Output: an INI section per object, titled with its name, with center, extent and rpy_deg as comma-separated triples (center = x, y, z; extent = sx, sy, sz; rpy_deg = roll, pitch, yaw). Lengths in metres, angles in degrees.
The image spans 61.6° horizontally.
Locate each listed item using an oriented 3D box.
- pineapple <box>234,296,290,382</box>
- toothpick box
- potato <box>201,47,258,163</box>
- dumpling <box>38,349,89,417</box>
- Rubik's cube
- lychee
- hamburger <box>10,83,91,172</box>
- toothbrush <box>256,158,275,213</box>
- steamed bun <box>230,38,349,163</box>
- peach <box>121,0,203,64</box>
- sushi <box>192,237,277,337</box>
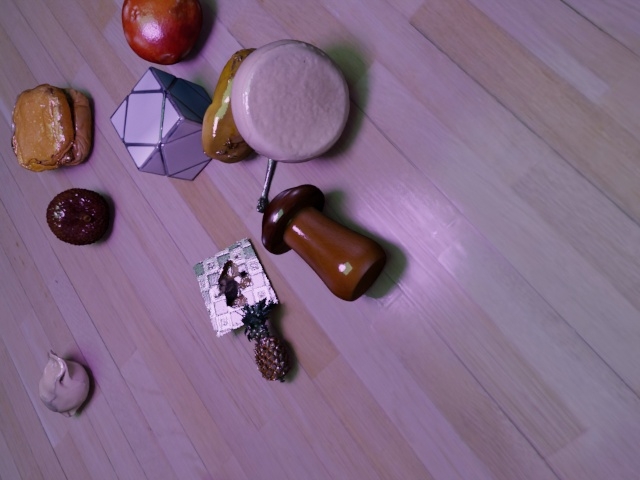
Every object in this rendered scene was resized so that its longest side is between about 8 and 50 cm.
[pineapple]
center = -0.131, 0.254, 1.350
extent = 0.103, 0.083, 0.221
rpy_deg = -21, 89, -5
[toothpick box]
center = 0.000, 0.000, 1.242
extent = 0.294, 0.192, 0.192
rpy_deg = 37, 106, 20
[potato]
center = -0.202, -0.342, 1.381
extent = 0.140, 0.172, 0.300
rpy_deg = 29, 101, 54
[dumpling]
center = -0.830, 0.446, 1.720
extent = 0.193, 0.147, 0.258
rpy_deg = 47, 140, 32
[Rubik's cube]
center = -0.409, -0.312, 1.475
extent = 0.207, 0.205, 0.205
rpy_deg = -41, 70, 21
[lychee]
center = -0.758, -0.074, 1.685
extent = 0.194, 0.194, 0.195
rpy_deg = -1, 87, 30
[hamburger]
center = -0.899, -0.367, 1.786
extent = 0.318, 0.158, 0.319
rpy_deg = -1, 87, 29
[toothbrush]
center = -0.127, -0.217, 1.411
extent = 0.030, 0.030, 0.298
rpy_deg = 13, 93, 4
[steamed bun]
center = -0.078, -0.324, 1.266
extent = 0.177, 0.282, 0.283
rpy_deg = 29, 104, 63
[peach]
center = -0.437, -0.612, 1.510
extent = 0.243, 0.199, 0.244
rpy_deg = -1, 86, 17
[sushi]
center = -0.227, 0.125, 1.443
extent = 0.192, 0.040, 0.210
rpy_deg = -28, 75, 9
